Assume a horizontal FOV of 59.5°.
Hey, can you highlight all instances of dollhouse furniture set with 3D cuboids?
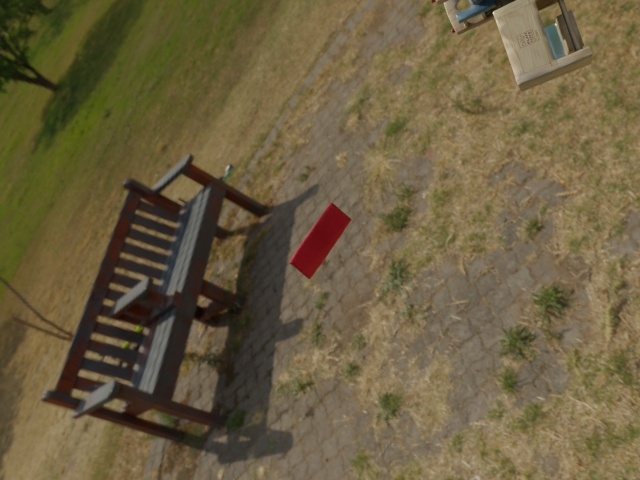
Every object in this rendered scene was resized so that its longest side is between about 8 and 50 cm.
[{"bbox_3d":[0.209,-0.252,0.636,0.128,0.129,0.184,-19,84,24],"label":"dollhouse furniture set"}]

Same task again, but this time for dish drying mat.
[{"bbox_3d":[0.000,0.000,0.612,0.083,0.032,0.008,-55,16,-17],"label":"dish drying mat"}]
